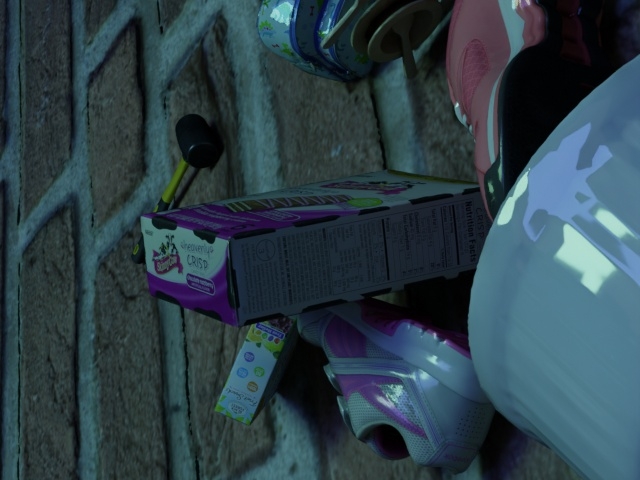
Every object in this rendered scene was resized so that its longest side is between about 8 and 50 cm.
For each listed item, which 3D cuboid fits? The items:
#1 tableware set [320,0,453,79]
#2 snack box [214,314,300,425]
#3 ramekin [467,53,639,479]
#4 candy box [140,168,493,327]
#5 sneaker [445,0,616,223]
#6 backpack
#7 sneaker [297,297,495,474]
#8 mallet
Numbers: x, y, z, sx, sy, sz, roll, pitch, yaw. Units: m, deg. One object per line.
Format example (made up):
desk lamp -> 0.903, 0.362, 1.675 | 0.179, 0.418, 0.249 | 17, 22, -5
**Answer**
tableware set -> 0.100, -0.211, 1.250 | 0.194, 0.128, 0.039 | -48, 65, 35
snack box -> -0.046, 0.097, 1.322 | 0.141, 0.037, 0.100 | -38, -30, -81
ramekin -> 0.227, 0.034, 0.760 | 0.277, 0.277, 0.135 | -61, 40, 19
candy box -> 0.000, 0.000, 1.170 | 0.159, 0.233, 0.071 | 13, 111, 59
sneaker -> 0.153, -0.109, 1.131 | 0.136, 0.116, 0.314 | 131, 150, -51
backpack -> 0.006, -0.206, 1.388 | 0.084, 0.114, 0.105 | 18, 89, 40
sneaker -> 0.048, 0.106, 1.169 | 0.252, 0.103, 0.111 | 22, 95, 63
mallet -> -0.170, -0.057, 1.678 | 0.189, 0.039, 0.062 | -55, 35, 33
